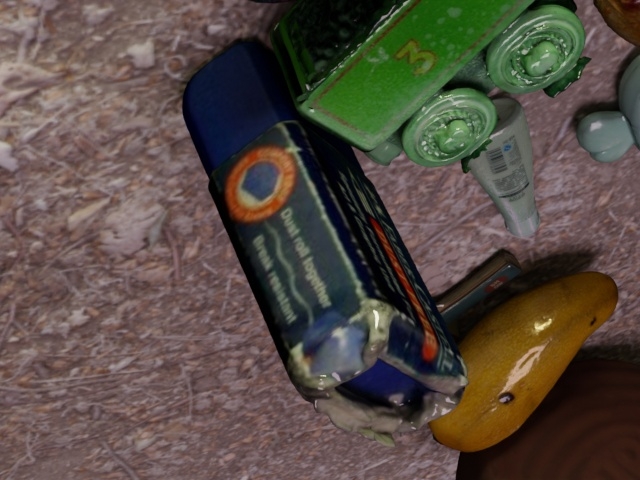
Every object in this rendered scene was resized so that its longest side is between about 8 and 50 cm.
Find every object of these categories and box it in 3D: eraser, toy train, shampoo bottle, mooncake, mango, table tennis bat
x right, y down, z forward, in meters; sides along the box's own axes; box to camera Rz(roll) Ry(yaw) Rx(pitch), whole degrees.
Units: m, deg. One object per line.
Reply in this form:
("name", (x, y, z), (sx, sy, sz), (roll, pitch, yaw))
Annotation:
("eraser", (0.000, 0.000, 1.271), (0.101, 0.332, 0.155), (-35, 142, 15))
("toy train", (0.091, -0.169, 1.284), (0.243, 0.132, 0.188), (-42, 134, 22))
("shampoo bottle", (0.180, -0.065, 1.537), (0.069, 0.041, 0.190), (-30, 145, 0))
("mooncake", (0.321, 0.289, 1.852), (0.326, 0.334, 0.174), (22, 136, 2))
("mango", (0.211, 0.123, 1.736), (0.262, 0.109, 0.157), (-50, 157, 13))
("table tennis bat", (0.104, 0.099, 1.729), (0.274, 0.021, 0.154), (-38, 144, 22))

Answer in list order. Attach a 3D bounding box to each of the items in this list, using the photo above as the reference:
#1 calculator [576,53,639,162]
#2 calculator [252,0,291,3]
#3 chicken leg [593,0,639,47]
("calculator", (0.386, -0.154, 1.533), (0.295, 0.042, 0.184), (-29, 144, 6))
("calculator", (0.046, -0.298, 1.081), (0.274, 0.058, 0.248), (-11, 122, -9))
("chicken leg", (0.257, -0.246, 1.239), (0.177, 0.083, 0.322), (-46, 121, -34))
